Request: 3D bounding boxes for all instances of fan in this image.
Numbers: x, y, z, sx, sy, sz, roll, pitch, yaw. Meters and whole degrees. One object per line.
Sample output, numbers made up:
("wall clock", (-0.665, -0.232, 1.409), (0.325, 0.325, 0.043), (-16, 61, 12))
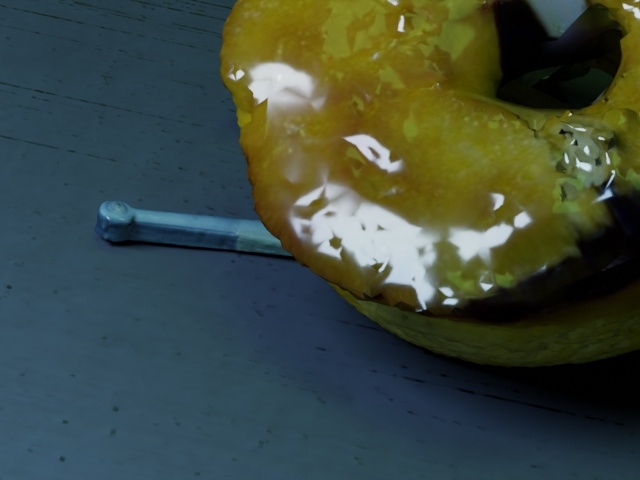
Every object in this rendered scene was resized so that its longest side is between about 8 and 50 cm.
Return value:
("fan", (0.000, 0.000, 0.808), (0.193, 0.016, 0.038), (5, 32, -14))

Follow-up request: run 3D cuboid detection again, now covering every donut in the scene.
("donut", (0.087, -0.061, 0.765), (0.253, 0.118, 0.253), (-2, 58, 3))

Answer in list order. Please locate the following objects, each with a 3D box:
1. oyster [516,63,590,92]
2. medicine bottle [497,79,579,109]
("oyster", (0.128, -0.117, 0.964), (0.081, 0.191, 0.163), (50, 10, -23))
("medicine bottle", (0.065, -0.053, 0.871), (0.218, 0.074, 0.074), (28, 33, 24))
